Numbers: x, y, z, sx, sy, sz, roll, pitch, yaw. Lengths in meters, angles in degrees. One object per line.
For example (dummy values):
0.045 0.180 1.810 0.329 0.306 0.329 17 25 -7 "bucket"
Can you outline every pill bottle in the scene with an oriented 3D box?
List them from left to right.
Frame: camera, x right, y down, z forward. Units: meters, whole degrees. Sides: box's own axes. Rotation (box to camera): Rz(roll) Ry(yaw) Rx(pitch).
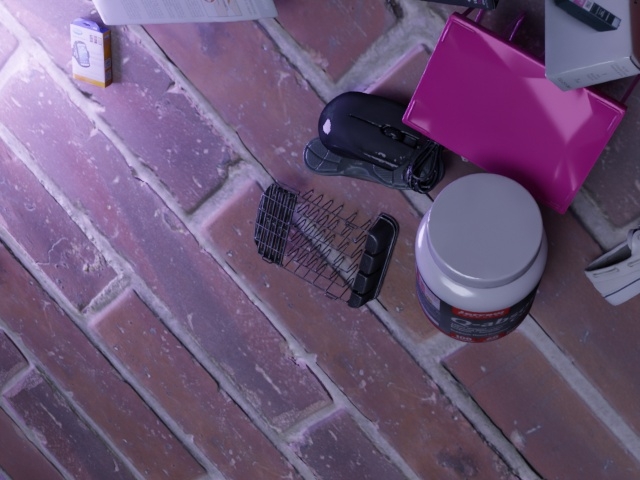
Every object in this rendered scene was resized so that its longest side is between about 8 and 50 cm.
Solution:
0.258 0.032 1.832 0.210 0.210 0.363 28 168 14 "pill bottle"

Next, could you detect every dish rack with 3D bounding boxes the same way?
0.000 0.000 2.175 0.271 0.074 0.208 28 128 16 "dish rack"

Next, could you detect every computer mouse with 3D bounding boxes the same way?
0.101 -0.198 1.934 0.272 0.188 0.072 16 169 33 "computer mouse"

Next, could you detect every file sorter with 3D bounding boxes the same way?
0.320 -0.227 1.754 0.291 0.182 0.202 31 129 10 "file sorter"

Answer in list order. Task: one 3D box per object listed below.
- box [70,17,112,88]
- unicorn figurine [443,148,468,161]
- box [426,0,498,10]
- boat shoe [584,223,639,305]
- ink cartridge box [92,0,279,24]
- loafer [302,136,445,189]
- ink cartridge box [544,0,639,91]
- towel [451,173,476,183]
-0.457 -0.378 2.242 0.081 0.028 0.136 20 125 20 "box"
0.302 -0.146 1.908 0.162 0.060 0.111 -26 101 24 "unicorn figurine"
0.153 -0.467 1.690 0.270 0.165 0.143 13 153 24 "box"
0.540 0.009 1.834 0.088 0.096 0.267 42 140 -4 "boat shoe"
-0.271 -0.523 1.943 0.385 0.091 0.308 3 138 28 "ink cartridge box"
0.104 -0.144 2.025 0.267 0.084 0.096 10 92 22 "loafer"
0.432 -0.363 1.564 0.239 0.275 0.060 -11 156 36 "ink cartridge box"
0.273 -0.076 1.994 0.060 0.009 0.083 -24 105 39 "towel"
